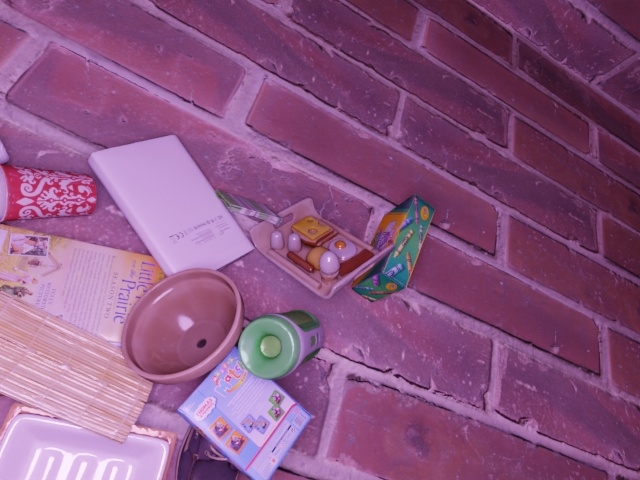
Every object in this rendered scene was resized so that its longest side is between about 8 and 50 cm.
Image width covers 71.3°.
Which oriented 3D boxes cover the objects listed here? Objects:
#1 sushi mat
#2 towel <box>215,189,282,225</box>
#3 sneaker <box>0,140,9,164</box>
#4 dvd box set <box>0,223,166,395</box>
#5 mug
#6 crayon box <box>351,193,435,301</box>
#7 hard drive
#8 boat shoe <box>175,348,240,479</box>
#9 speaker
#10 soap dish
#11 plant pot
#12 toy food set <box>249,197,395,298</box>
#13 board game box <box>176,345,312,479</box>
[{"bbox_3d":[-0.454,0.223,0.784,0.316,0.019,0.152,33,41,-17],"label":"sushi mat"},{"bbox_3d":[-0.181,-0.082,1.120,0.151,0.113,0.023,15,105,-37],"label":"towel"},{"bbox_3d":[-0.775,-0.217,0.890,0.268,0.101,0.153,40,58,0],"label":"sneaker"},{"bbox_3d":[-0.526,0.137,0.848,0.419,0.062,0.308,15,59,-29],"label":"dvd box set"},{"bbox_3d":[-0.575,-0.109,0.922,0.169,0.113,0.150,-5,47,-50],"label":"mug"},{"bbox_3d":[0.204,0.022,1.242,0.081,0.165,0.279,34,58,-11],"label":"crayon box"},{"bbox_3d":[-0.337,-0.076,1.047,0.353,0.047,0.233,55,40,2],"label":"hard drive"},{"bbox_3d":[-0.205,0.393,0.908,0.132,0.130,0.356,16,64,-20],"label":"boat shoe"},{"bbox_3d":[-0.073,0.213,0.949,0.131,0.296,0.132,-1,83,10],"label":"speaker"},{"bbox_3d":[-0.432,0.434,0.785,0.290,0.118,0.229,20,62,-18],"label":"soap dish"},{"bbox_3d":[-0.254,0.180,0.878,0.237,0.110,0.238,-7,49,8],"label":"plant pot"},{"bbox_3d":[0.000,0.000,1.119,0.219,0.093,0.306,-32,50,-33],"label":"toy food set"},{"bbox_3d":[-0.144,0.337,0.865,0.211,0.039,0.160,43,54,1],"label":"board game box"}]
